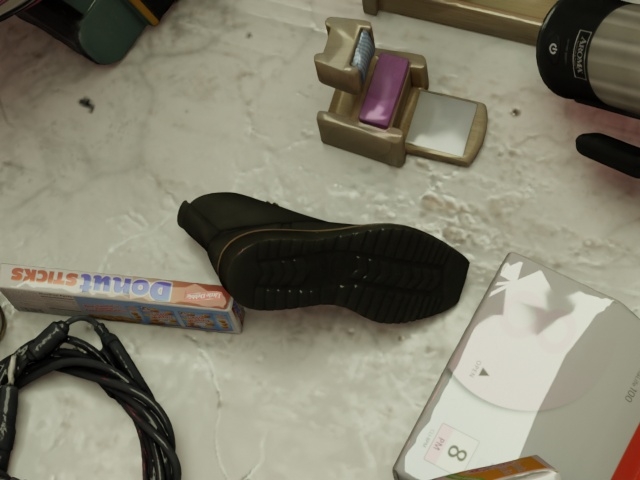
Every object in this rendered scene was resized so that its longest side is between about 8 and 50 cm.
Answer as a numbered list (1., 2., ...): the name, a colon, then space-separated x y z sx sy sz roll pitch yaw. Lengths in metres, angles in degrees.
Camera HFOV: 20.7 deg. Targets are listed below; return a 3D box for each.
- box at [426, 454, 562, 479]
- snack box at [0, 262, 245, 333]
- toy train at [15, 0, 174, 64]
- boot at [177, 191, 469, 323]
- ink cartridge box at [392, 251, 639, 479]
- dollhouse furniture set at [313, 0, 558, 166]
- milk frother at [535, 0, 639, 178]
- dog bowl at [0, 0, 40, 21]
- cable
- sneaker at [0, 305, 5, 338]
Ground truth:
1. box: 0.126 0.254 1.159 0.103 0.114 0.203 -14 89 -1
2. snack box: -0.149 0.044 1.315 0.178 0.064 0.022 6 71 7
3. toy train: -0.236 -0.289 1.414 0.334 0.142 0.190 34 85 16
4. boot: 0.000 0.000 1.318 0.198 0.137 0.077 8 107 -27
5. ink cartridge box: 0.196 0.141 1.257 0.232 0.066 0.189 25 74 17
6. dollhouse furniture set: 0.121 -0.230 1.267 0.198 0.303 0.286 14 72 11
7. milk frother: 0.257 -0.122 1.283 0.143 0.129 0.135 -23 26 -26
8. dog bowl: -0.303 -0.335 1.298 0.408 0.150 0.408 -1 87 19
9. cable: -0.186 0.154 1.287 0.150 0.047 0.184 -31 71 -6
10. sneaker: -0.312 0.006 1.332 0.069 0.084 0.185 -44 73 -11
